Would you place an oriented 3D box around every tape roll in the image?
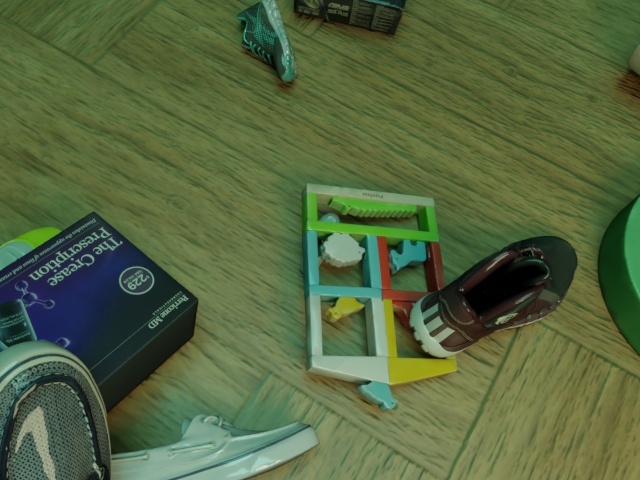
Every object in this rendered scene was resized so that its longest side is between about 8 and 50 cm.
[{"bbox_3d":[0.554,0.055,0.817,0.321,0.077,0.321,1,65,-3],"label":"tape roll"}]

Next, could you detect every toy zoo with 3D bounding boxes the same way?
[{"bbox_3d":[0.073,0.069,0.774,0.192,0.030,0.293,5,64,-17],"label":"toy zoo"}]

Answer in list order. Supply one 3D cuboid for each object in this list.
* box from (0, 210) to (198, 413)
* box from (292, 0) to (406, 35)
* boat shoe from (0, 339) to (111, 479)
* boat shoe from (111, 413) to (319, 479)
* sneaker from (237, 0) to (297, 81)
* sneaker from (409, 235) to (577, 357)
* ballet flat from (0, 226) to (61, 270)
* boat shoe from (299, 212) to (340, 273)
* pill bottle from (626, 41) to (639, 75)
[{"bbox_3d":[-0.296,0.113,0.677,0.184,0.103,0.261,39,53,10],"label":"box"},{"bbox_3d":[0.056,-0.440,0.989,0.180,0.077,0.147,13,76,-1],"label":"box"},{"bbox_3d":[-0.215,0.265,0.526,0.127,0.340,0.158,-16,24,-43],"label":"boat shoe"},{"bbox_3d":[-0.132,0.236,0.668,0.258,0.095,0.084,-14,71,-12],"label":"boat shoe"},{"bbox_3d":[-0.087,-0.312,0.955,0.076,0.065,0.166,-20,64,5],"label":"sneaker"},{"bbox_3d":[0.253,0.049,0.731,0.281,0.162,0.106,-26,75,-27],"label":"sneaker"},{"bbox_3d":[-0.405,0.064,0.736,0.077,0.077,0.231,32,66,11],"label":"ballet flat"},{"bbox_3d":[0.000,0.000,0.820,0.035,0.035,0.100,27,66,8],"label":"boat shoe"},{"bbox_3d":[0.658,-0.219,0.881,0.204,0.204,0.361,-39,74,-19],"label":"pill bottle"}]
